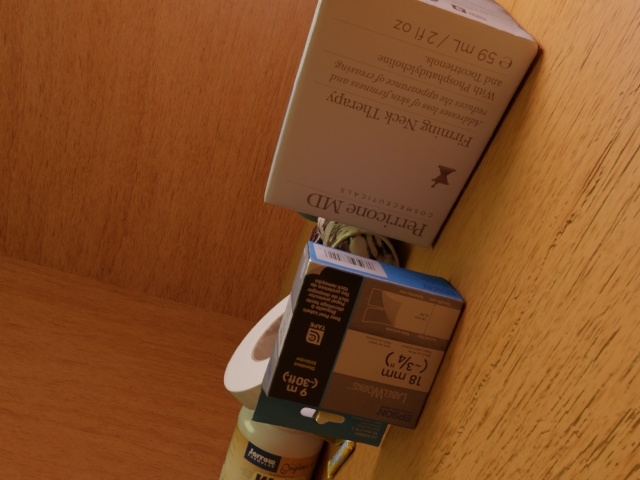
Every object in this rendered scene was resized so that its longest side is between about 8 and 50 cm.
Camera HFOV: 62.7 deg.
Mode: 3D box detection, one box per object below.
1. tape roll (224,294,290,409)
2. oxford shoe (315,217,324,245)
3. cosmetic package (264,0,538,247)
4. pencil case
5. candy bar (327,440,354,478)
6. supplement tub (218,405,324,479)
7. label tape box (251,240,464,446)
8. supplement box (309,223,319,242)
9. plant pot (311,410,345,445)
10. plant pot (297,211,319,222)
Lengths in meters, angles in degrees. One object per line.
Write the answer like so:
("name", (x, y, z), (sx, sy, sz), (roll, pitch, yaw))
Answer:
("tape roll", (-0.069, 0.239, 1.290), (0.392, 0.072, 0.392), (-37, 15, 11))
("oxford shoe", (0.073, -0.061, 1.539), (0.140, 0.147, 0.396), (-82, 12, -52))
("cosmetic package", (0.116, -0.264, 0.962), (0.327, 0.330, 0.393), (-85, 13, -54))
("pencil case", (0.080, 0.010, 1.276), (0.410, 0.160, 0.183), (-100, 1, -74))
("candy bar", (0.043, 0.461, 1.127), (0.040, 0.018, 0.161), (-82, 10, -47))
("supplement tub", (-0.119, 0.536, 1.338), (0.228, 0.229, 0.316), (-108, 34, -77))
("label tape box", (0.047, 0.196, 0.824), (0.106, 0.241, 0.333), (-107, 33, -73))
("supplement box", (0.000, 0.000, 2.235), (0.239, 0.073, 0.130), (135, 151, -73))
("plant pot", (0.026, 0.397, 1.176), (0.083, 0.082, 0.081), (-64, 1, -33))
("plant pot", (0.045, -0.230, 1.662), (0.235, 0.293, 0.292), (-36, 36, 54))
